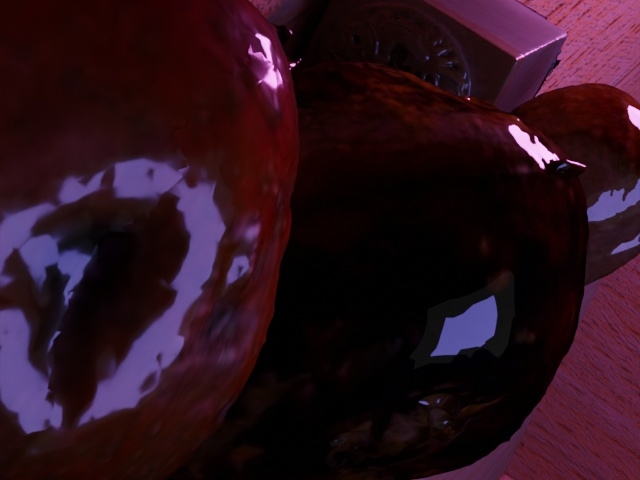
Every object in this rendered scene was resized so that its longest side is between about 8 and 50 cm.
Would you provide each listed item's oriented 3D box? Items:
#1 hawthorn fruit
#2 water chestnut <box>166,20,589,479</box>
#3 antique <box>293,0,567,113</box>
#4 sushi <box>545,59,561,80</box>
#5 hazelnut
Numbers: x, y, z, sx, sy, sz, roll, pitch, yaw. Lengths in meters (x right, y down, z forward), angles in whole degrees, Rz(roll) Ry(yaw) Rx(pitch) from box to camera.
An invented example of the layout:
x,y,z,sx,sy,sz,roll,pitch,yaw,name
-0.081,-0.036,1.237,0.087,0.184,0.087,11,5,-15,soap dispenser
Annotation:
x,y,z,sx,sy,sz,roll,pitch,yaw,name
-0.128,-0.021,0.691,0.258,0.258,0.262,92,14,-61,hawthorn fruit
0.000,0.000,1.053,0.350,0.302,0.350,-17,159,-7,water chestnut
0.068,-0.120,1.228,0.148,0.152,0.146,-34,154,-60,antique
0.075,-0.037,1.391,0.043,0.192,0.279,49,66,-28,sushi
0.171,-0.041,1.203,0.154,0.143,0.143,-51,167,23,hazelnut
